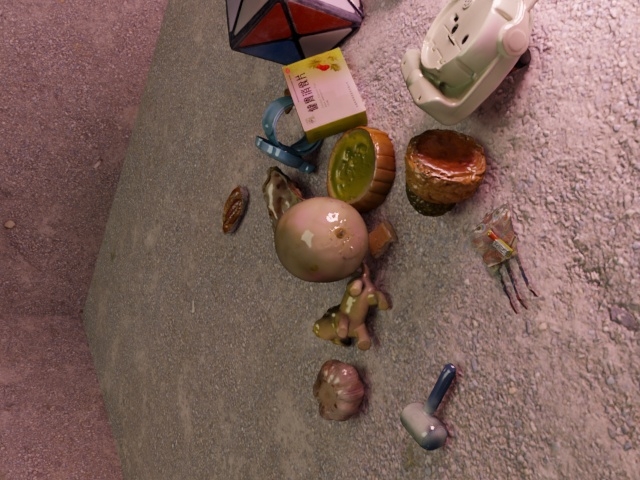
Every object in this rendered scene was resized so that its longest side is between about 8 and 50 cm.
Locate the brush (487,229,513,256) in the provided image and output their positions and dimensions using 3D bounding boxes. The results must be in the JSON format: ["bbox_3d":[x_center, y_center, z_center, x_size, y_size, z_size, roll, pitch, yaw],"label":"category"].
[{"bbox_3d":[0.360,0.004,1.387,0.019,0.021,0.083,-67,32,27],"label":"brush"}]

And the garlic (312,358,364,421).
[{"bbox_3d":[0.049,0.382,1.747,0.147,0.102,0.159,2,98,43],"label":"garlic"}]

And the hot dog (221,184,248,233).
[{"bbox_3d":[-0.311,-0.105,2.424,0.192,0.053,0.099,-60,36,28],"label":"hot dog"}]

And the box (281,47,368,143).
[{"bbox_3d":[0.010,-0.402,1.878,0.062,0.175,0.260,70,-179,-58],"label":"box"}]

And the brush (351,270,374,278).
[{"bbox_3d":[0.111,0.090,1.780,0.083,0.013,0.016,4,93,50],"label":"brush"}]

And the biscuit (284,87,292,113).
[{"bbox_3d":[-0.103,-0.454,2.199,0.082,0.016,0.092,33,111,53],"label":"biscuit"}]

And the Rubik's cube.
[{"bbox_3d":[-0.087,-0.715,1.955,0.307,0.305,0.310,-31,59,50],"label":"Rubik's cube"}]

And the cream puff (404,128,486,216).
[{"bbox_3d":[0.259,-0.131,1.485,0.169,0.183,0.183,98,156,-48],"label":"cream puff"}]

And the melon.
[{"bbox_3d":[0.000,0.000,1.734,0.317,0.223,0.223,174,100,-68],"label":"melon"}]

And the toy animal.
[{"bbox_3d":[0.073,0.187,1.733,0.233,0.121,0.169,-62,20,21],"label":"toy animal"}]

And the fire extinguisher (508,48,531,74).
[{"bbox_3d":[0.362,-0.359,1.441,0.177,0.050,0.062,-23,46,53],"label":"fire extinguisher"}]

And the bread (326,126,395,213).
[{"bbox_3d":[0.102,-0.183,1.789,0.236,0.070,0.236,-13,75,54],"label":"bread"}]

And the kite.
[{"bbox_3d":[0.376,0.035,1.382,0.127,0.016,0.229,-55,42,41],"label":"kite"}]

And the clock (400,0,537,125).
[{"bbox_3d":[0.312,-0.416,1.407,0.324,0.108,0.265,-49,27,26],"label":"clock"}]

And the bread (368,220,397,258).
[{"bbox_3d":[0.152,-0.004,1.715,0.083,0.035,0.070,-50,45,31],"label":"bread"}]

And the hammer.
[{"bbox_3d":[0.249,0.352,1.480,0.116,0.069,0.194,45,116,52],"label":"hammer"}]

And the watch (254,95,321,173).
[{"bbox_3d":[-0.079,-0.319,2.007,0.211,0.211,0.193,38,105,53],"label":"watch"}]

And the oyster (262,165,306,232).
[{"bbox_3d":[-0.090,-0.078,2.047,0.361,0.096,0.221,53,132,47],"label":"oyster"}]
